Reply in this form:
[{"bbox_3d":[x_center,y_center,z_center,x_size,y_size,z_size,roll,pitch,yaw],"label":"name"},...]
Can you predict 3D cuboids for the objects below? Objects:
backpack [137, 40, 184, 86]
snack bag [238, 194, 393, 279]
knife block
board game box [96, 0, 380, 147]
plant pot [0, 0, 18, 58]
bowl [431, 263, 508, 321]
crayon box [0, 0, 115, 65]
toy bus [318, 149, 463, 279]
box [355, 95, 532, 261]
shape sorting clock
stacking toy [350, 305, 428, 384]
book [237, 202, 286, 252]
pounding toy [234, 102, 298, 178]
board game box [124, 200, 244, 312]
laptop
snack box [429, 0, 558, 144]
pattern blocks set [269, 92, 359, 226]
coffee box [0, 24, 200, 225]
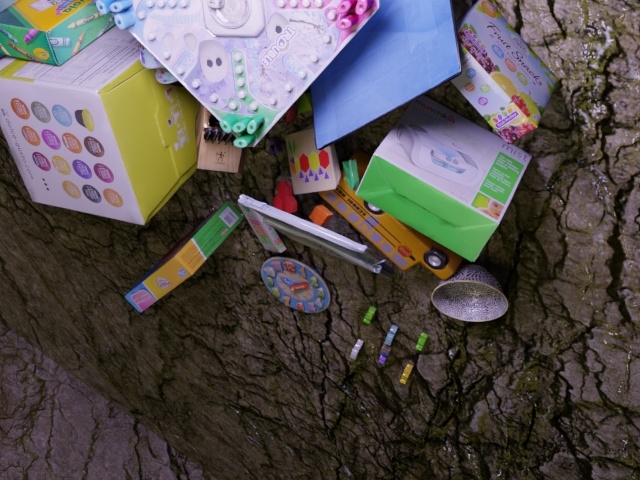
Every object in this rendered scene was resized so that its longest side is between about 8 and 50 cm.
[{"bbox_3d":[-0.251,-0.444,1.590,0.225,0.191,0.253,-7,89,27],"label":"backpack"},{"bbox_3d":[0.000,0.000,1.842,0.323,0.037,0.342,23,176,16],"label":"snack bag"},{"bbox_3d":[-0.200,-0.277,1.668,0.088,0.275,0.242,6,124,-14],"label":"knife block"},{"bbox_3d":[-0.158,-0.407,1.386,0.390,0.050,0.390,45,124,-4],"label":"board game box"},{"bbox_3d":[-0.720,-0.540,1.887,0.234,0.165,0.165,-10,122,31],"label":"plant pot"},{"bbox_3d":[0.338,0.106,1.806,0.170,0.080,0.170,10,147,6],"label":"bowl"},{"bbox_3d":[-0.541,-0.483,1.716,0.165,0.278,0.081,15,136,23],"label":"crayon box"},{"bbox_3d":[0.163,-0.046,1.774,0.333,0.108,0.130,42,139,-7],"label":"toy bus"},{"bbox_3d":[0.240,-0.125,1.553,0.262,0.231,0.126,31,140,7],"label":"box"},{"bbox_3d":[-0.067,0.121,2.146,0.206,0.040,0.206,19,137,19],"label":"shape sorting clock"},{"bbox_3d":[0.180,0.271,2.115,0.167,0.052,0.221,25,137,10],"label":"stacking toy"},{"bbox_3d":[-0.145,-0.038,2.025,0.144,0.035,0.096,59,163,-20],"label":"book"},{"bbox_3d":[-0.116,-0.268,1.740,0.110,0.183,0.237,5,137,-14],"label":"pounding toy"},{"bbox_3d":[-0.362,0.047,2.125,0.064,0.242,0.316,46,138,-10],"label":"board game box"},{"bbox_3d":[0.009,-0.426,1.395,0.408,0.236,0.382,41,144,-22],"label":"laptop"},{"bbox_3d":[0.304,-0.295,1.390,0.207,0.174,0.070,46,135,-11],"label":"snack box"},{"bbox_3d":[-0.018,-0.174,1.739,0.325,0.026,0.285,12,109,56],"label":"pattern blocks set"},{"bbox_3d":[-0.471,-0.288,1.807,0.334,0.338,0.337,12,134,24],"label":"coffee box"}]
